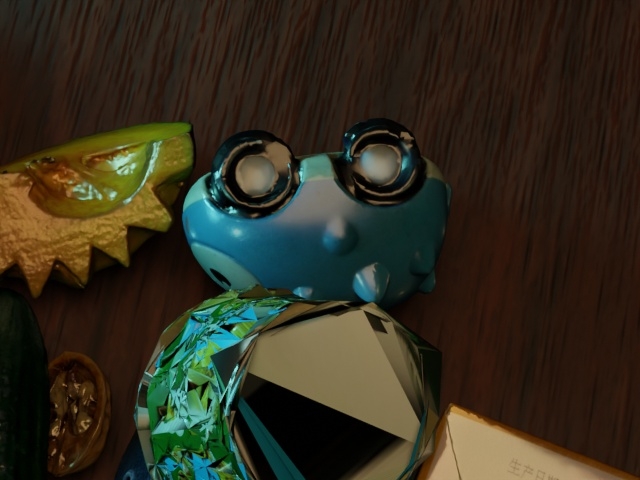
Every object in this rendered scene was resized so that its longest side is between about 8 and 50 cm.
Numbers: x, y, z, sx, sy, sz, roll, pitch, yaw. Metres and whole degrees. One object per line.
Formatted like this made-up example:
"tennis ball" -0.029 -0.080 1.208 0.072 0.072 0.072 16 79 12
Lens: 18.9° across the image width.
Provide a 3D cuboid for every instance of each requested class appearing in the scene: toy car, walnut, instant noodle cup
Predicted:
"toy car" 0.000 0.000 1.802 0.255 0.188 0.190 -3 77 -5
"walnut" -0.225 0.166 1.788 0.091 0.052 0.121 -11 64 30
"instant noodle cup" -0.023 0.146 1.624 0.240 0.178 0.240 2 83 -21

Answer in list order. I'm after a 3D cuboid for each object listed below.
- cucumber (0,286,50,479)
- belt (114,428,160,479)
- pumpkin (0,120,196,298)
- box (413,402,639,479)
"cucumber" -0.310 0.153 1.769 0.115 0.063 0.243 -12 62 17
"belt" -0.133 0.244 1.736 0.122 0.128 0.218 29 65 -24
"pumpkin" -0.231 -0.029 1.854 0.254 0.149 0.130 -14 100 0
"box" 0.185 0.328 1.670 0.284 0.214 0.259 21 72 6
